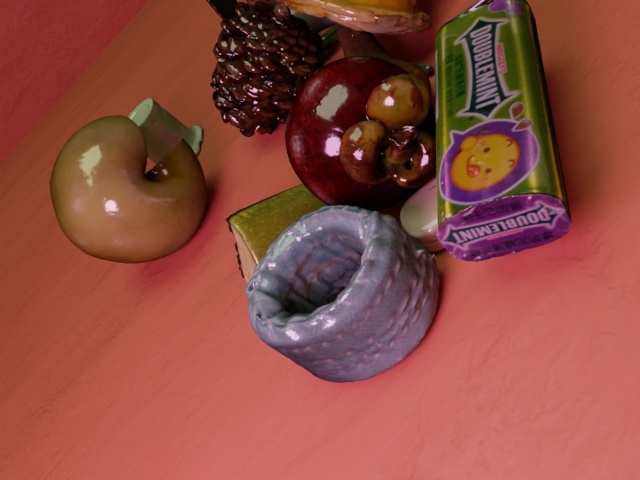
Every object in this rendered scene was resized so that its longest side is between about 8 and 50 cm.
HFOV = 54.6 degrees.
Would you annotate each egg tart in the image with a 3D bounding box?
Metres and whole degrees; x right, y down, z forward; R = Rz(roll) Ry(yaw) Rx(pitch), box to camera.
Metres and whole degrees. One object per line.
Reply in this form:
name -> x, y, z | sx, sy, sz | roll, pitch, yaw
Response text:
egg tart -> 0.068, -0.435, 1.078 | 0.288, 0.288, 0.118 | -120, 37, -52

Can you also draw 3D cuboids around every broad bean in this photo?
broad bean -> -0.020, -0.388, 1.304 | 0.227, 0.039, 0.069 | -34, 5, 13

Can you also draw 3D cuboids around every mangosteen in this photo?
mangosteen -> 0.068, -0.142, 0.828 | 0.215, 0.215, 0.257 | -55, 19, -8

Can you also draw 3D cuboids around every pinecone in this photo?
pinecone -> -0.104, -0.324, 1.190 | 0.224, 0.224, 0.272 | -98, 26, -46

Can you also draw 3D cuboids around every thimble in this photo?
thimble -> 0.029, 0.059, 0.767 | 0.235, 0.143, 0.198 | -29, 41, 22

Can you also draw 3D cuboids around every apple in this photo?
apple -> -0.372, -0.093, 1.202 | 0.254, 0.292, 0.292 | -32, 38, 39

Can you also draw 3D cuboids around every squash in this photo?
squash -> 0.000, 0.000, 0.954 | 0.252, 0.169, 0.093 | -25, 32, -25

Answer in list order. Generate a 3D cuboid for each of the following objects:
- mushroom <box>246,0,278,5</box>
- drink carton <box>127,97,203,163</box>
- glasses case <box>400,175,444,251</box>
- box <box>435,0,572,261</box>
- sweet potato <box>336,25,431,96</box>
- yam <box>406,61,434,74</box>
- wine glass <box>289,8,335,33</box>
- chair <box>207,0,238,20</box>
mushroom -> -0.132, -0.511, 1.377 | 0.227, 0.217, 0.148 | -52, 37, -4
drink carton -> -0.381, -0.250, 1.469 | 0.146, 0.142, 0.144 | -33, 38, 23
glasses case -> 0.191, -0.067, 0.789 | 0.196, 0.050, 0.083 | -40, 35, 12
box -> 0.200, -0.147, 0.726 | 0.134, 0.097, 0.346 | -18, 46, 31
sweet potato -> 0.094, -0.282, 1.040 | 0.097, 0.097, 0.292 | -43, 42, 8
yam -> 0.151, -0.295, 1.059 | 0.021, 0.021, 0.116 | -54, 38, -6
wine glass -> 0.021, -0.496, 1.282 | 0.231, 0.103, 0.103 | -29, 40, 15
chair -> -0.109, -0.733, 1.557 | 0.401, 0.226, 0.226 | -31, 40, 21
